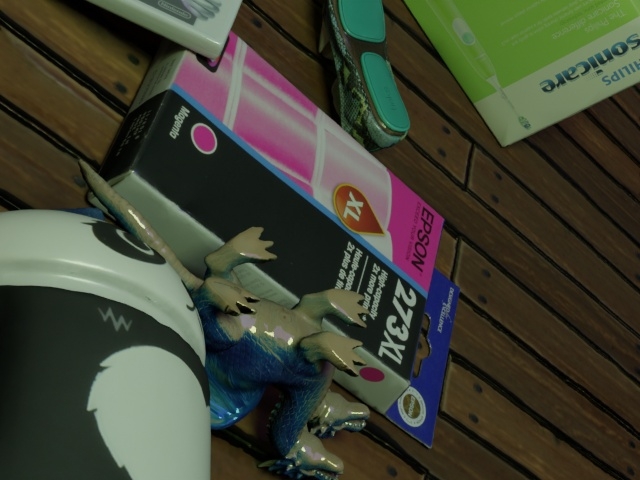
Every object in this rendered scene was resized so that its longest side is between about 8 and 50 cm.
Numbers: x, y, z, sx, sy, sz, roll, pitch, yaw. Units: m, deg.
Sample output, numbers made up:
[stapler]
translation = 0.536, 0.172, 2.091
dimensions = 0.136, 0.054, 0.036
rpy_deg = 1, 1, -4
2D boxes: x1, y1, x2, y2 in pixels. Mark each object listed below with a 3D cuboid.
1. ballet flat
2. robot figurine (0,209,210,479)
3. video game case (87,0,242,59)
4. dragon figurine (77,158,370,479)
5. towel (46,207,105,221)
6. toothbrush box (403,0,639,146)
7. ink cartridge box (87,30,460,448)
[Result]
[ballet flat]
translation = 0.027, -0.163, 0.984
dimensions = 0.070, 0.070, 0.188
rpy_deg = 12, 59, -42
[robot figurine]
translation = -0.132, 0.116, 0.502
dimensions = 0.174, 0.209, 0.278
rpy_deg = 18, 46, -25
[video game case]
translation = -0.139, -0.238, 0.831
dimensions = 0.190, 0.022, 0.173
rpy_deg = 24, 52, -10
[dragon figurine]
translation = -0.066, 0.071, 0.742
dimensions = 0.289, 0.144, 0.085
rpy_deg = 30, 37, -22
[towel]
translation = -0.156, 0.035, 0.723
dimensions = 0.067, 0.029, 0.119
rpy_deg = -7, 76, -48
[toothbrush box]
translation = 0.206, -0.269, 1.110
dimensions = 0.283, 0.206, 0.122
rpy_deg = 54, 42, -11
[ink cartridge box]
translation = 0.000, 0.000, 0.880
dimensions = 0.371, 0.069, 0.175
rpy_deg = 40, 46, -28
